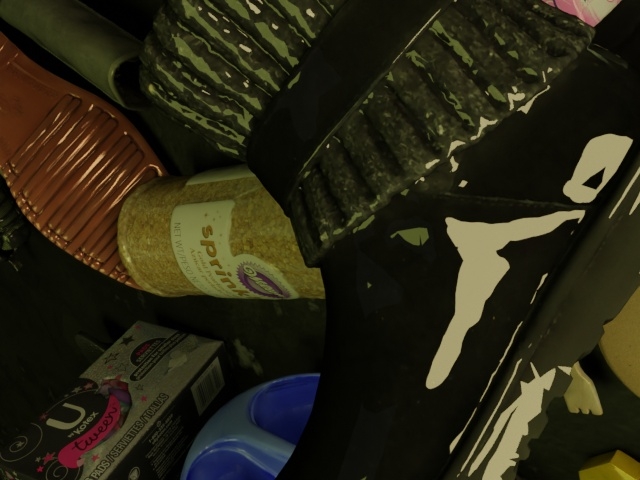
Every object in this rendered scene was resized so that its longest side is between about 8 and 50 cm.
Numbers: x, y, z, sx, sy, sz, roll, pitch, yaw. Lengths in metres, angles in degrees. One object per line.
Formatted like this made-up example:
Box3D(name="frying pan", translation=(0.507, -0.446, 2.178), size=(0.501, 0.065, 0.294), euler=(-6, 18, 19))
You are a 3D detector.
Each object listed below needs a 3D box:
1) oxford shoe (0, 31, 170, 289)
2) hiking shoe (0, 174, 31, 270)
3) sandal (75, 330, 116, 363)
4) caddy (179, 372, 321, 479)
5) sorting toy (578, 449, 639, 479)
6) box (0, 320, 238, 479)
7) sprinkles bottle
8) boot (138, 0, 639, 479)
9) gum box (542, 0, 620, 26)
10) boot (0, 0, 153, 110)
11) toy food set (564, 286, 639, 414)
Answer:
Box3D(name="oxford shoe", translation=(-0.283, -0.101, 0.796), size=(0.397, 0.140, 0.146), euler=(46, 172, -3))
Box3D(name="hiking shoe", translation=(-0.438, -0.047, 1.002), size=(0.114, 0.086, 0.227), euler=(31, 145, 1))
Box3D(name="sandal", translation=(-0.260, 0.172, 1.036), size=(0.179, 0.040, 0.067), euler=(25, 142, 6))
Box3D(name="caddy", translation=(0.032, 0.267, 0.680), size=(0.341, 0.241, 0.179), euler=(27, 142, 24))
Box3D(name="sorting toy", translation=(0.334, 0.243, 0.541), size=(0.307, 0.041, 0.229), euler=(29, 134, 33))
Box3D(name="box", translation=(-0.220, 0.235, 0.862), size=(0.142, 0.247, 0.164), euler=(9, 126, 26))
Box3D(name="sprinkles bottle", translation=(-0.024, -0.010, 0.602), size=(0.355, 0.121, 0.121), euler=(-3, 118, 44))
Box3D(name="boot", translation=(0.001, -0.001, 0.384), size=(0.260, 0.348, 0.131), euler=(33, -176, 1))
Box3D(name="gum box", translation=(0.066, -0.155, 0.447), size=(0.188, 0.062, 0.107), euler=(-9, 114, 46))
Box3D(name="boot", translation=(-0.244, -0.193, 0.635), size=(0.208, 0.189, 0.076), euler=(44, 111, 17))
Box3D(name="toy food set", translation=(0.243, 0.067, 0.488), size=(0.192, 0.038, 0.133), euler=(-4, 111, 50))
